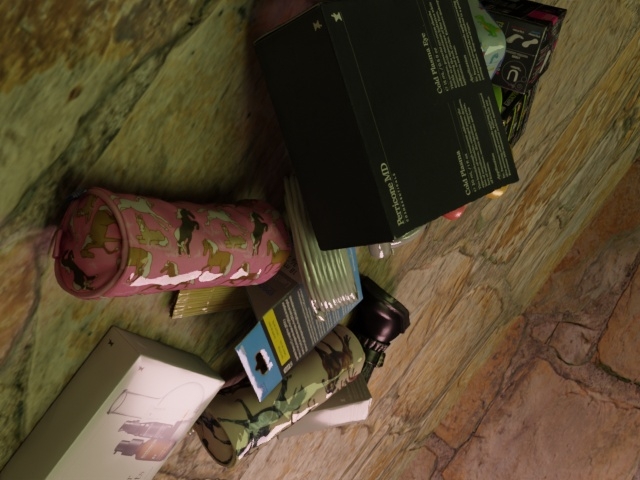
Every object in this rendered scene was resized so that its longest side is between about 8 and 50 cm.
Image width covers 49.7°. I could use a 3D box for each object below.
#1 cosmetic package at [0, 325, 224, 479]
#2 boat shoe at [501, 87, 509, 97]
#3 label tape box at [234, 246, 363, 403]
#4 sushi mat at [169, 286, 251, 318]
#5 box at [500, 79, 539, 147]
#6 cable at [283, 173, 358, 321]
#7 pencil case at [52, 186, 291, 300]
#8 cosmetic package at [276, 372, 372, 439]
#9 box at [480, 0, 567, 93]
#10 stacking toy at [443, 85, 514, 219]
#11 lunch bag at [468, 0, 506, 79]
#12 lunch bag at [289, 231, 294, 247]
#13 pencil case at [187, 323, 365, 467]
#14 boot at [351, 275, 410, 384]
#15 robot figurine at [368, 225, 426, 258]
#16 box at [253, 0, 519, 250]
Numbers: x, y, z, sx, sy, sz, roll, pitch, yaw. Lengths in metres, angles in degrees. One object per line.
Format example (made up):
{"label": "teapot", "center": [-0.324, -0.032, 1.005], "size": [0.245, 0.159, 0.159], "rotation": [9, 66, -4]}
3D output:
{"label": "cosmetic package", "center": [-0.383, 0.360, 1.264], "size": [0.377, 0.097, 0.284], "rotation": [-53, 148, -2]}
{"label": "boat shoe", "center": [0.403, -0.329, 1.673], "size": [0.120, 0.122, 0.324], "rotation": [-57, 158, -9]}
{"label": "label tape box", "center": [-0.065, 0.140, 1.436], "size": [0.333, 0.106, 0.241], "rotation": [-42, 146, -23]}
{"label": "sushi mat", "center": [-0.160, 0.072, 1.358], "size": [0.316, 0.019, 0.151], "rotation": [-1, 120, -55]}
{"label": "box", "center": [0.430, -0.267, 1.587], "size": [0.184, 0.045, 0.191], "rotation": [-47, 155, -26]}
{"label": "cable", "center": [0.000, 0.000, 1.226], "size": [0.089, 0.257, 0.257], "rotation": [-13, 161, 1]}
{"label": "pencil case", "center": [-0.212, 0.004, 1.065], "size": [0.160, 0.167, 0.386], "rotation": [-44, 157, 27]}
{"label": "cosmetic package", "center": [-0.008, 0.393, 1.708], "size": [0.237, 0.127, 0.107], "rotation": [-8, 134, -16]}
{"label": "box", "center": [0.399, -0.419, 1.452], "size": [0.247, 0.163, 0.142], "rotation": [-41, 148, -54]}
{"label": "stacking toy", "center": [0.277, -0.200, 1.499], "size": [0.130, 0.280, 0.309], "rotation": [6, 162, -16]}
{"label": "lunch bag", "center": [0.225, -0.324, 1.240], "size": [0.090, 0.176, 0.219], "rotation": [-12, 149, -24]}
{"label": "lunch bag", "center": [-0.094, -0.015, 1.291], "size": [0.065, 0.098, 0.067], "rotation": [-41, 155, 14]}
{"label": "pencil case", "center": [-0.098, 0.338, 1.564], "size": [0.410, 0.183, 0.160], "rotation": [-30, 111, -31]}
{"label": "boot", "center": [0.116, 0.264, 1.839], "size": [0.260, 0.131, 0.348], "rotation": [-49, 150, -10]}
{"label": "robot figurine", "center": [0.122, -0.116, 1.385], "size": [0.353, 0.199, 0.300], "rotation": [71, 25, -55]}
{"label": "box", "center": [0.110, -0.198, 1.084], "size": [0.312, 0.179, 0.343], "rotation": [-23, 98, -37]}
